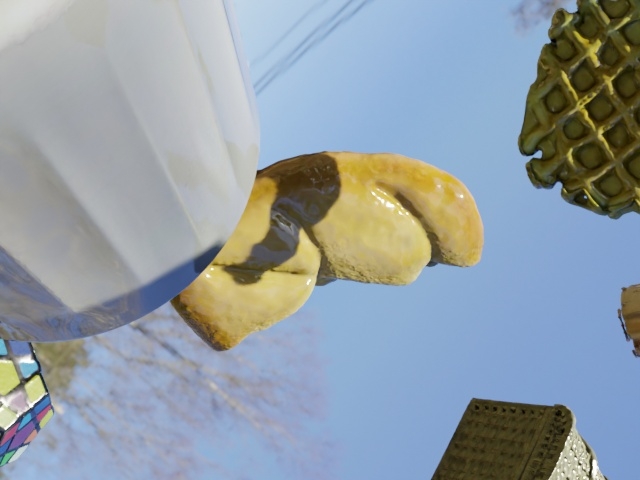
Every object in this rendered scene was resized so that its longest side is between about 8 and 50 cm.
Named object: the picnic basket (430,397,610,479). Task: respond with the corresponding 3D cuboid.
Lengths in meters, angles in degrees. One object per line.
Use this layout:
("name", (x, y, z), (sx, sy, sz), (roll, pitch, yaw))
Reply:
("picnic basket", (0.245, 0.290, 1.267), (0.154, 0.196, 0.134), (1, -136, 43))

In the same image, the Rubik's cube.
("Rubik's cube", (-0.275, 0.120, 0.891), (0.133, 0.133, 0.112), (-156, -103, -73))

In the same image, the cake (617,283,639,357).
("cake", (0.506, 0.167, 1.620), (0.090, 0.225, 0.109), (-20, -158, 21))

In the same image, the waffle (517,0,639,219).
("waffle", (0.246, -0.107, 0.887), (0.036, 0.169, 0.184), (-10, 112, -71))

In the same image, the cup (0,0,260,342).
("cup", (-0.199, -0.107, 0.493), (0.327, 0.322, 0.237), (76, 16, -72))

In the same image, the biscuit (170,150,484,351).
("biscuit", (0.000, -0.004, 1.018), (0.299, 0.154, 0.045), (-19, -155, -8))
